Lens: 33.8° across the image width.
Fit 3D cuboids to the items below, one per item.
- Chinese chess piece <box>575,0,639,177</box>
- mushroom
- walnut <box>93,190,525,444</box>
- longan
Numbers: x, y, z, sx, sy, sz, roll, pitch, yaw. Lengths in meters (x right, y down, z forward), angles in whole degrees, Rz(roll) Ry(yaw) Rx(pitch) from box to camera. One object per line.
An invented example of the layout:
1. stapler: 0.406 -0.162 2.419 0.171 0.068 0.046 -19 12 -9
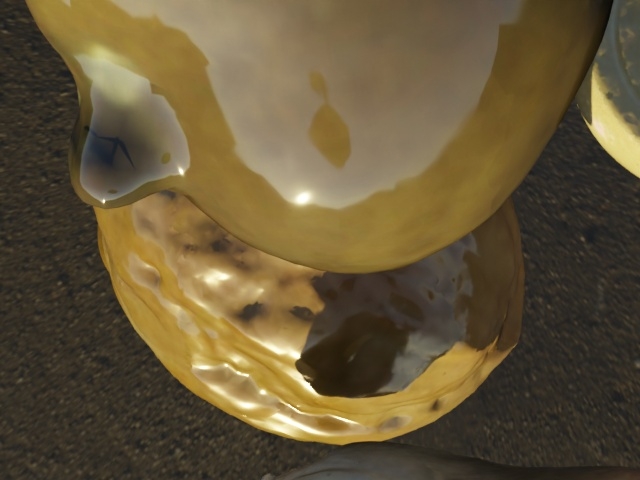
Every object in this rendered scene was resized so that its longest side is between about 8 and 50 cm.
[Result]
1. Chinese chess piece: 0.314 -0.152 0.798 0.250 0.097 0.251 0 88 13
2. mushroom: 0.094 0.166 0.597 0.351 0.109 0.097 -8 72 43
3. walnut: -0.001 0.003 0.816 0.344 0.306 0.306 23 100 1
4. longan: 0.000 -0.125 0.488 0.300 0.243 0.300 -6 109 -17
